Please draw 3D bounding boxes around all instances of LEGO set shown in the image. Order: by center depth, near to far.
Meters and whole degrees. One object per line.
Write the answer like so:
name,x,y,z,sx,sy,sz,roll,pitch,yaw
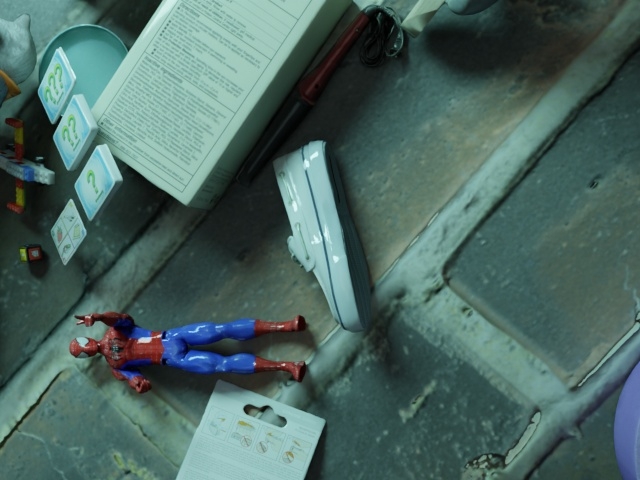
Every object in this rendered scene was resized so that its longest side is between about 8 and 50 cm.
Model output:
LEGO set,-0.323,-0.072,0.893,0.244,0.060,0.182,-43,68,42

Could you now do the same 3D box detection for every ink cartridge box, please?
ink cartridge box,-0.091,0.276,0.933,0.146,0.045,0.179,19,73,7

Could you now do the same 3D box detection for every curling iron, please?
curling iron,-0.003,-0.168,0.919,0.274,0.035,0.068,-45,85,4

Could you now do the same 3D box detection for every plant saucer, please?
plant saucer,-0.285,-0.203,0.959,0.119,0.021,0.119,0,89,7

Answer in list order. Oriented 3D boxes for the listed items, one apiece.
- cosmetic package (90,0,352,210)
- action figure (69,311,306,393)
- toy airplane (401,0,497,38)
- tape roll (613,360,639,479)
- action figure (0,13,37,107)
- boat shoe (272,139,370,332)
cosmetic package,-0.114,-0.204,0.895,0.160,0.113,0.309,36,93,6
action figure,-0.166,0.125,0.889,0.281,0.139,0.091,-1,88,9
toy airplane,0.230,-0.378,0.727,0.273,0.386,0.384,22,92,-20
tape roll,0.466,0.220,0.835,0.275,0.090,0.274,0,89,7
action figure,-0.483,-0.180,0.883,0.330,0.341,0.178,-25,125,-18
boat shoe,0.000,0.000,0.905,0.076,0.083,0.226,-16,76,18
